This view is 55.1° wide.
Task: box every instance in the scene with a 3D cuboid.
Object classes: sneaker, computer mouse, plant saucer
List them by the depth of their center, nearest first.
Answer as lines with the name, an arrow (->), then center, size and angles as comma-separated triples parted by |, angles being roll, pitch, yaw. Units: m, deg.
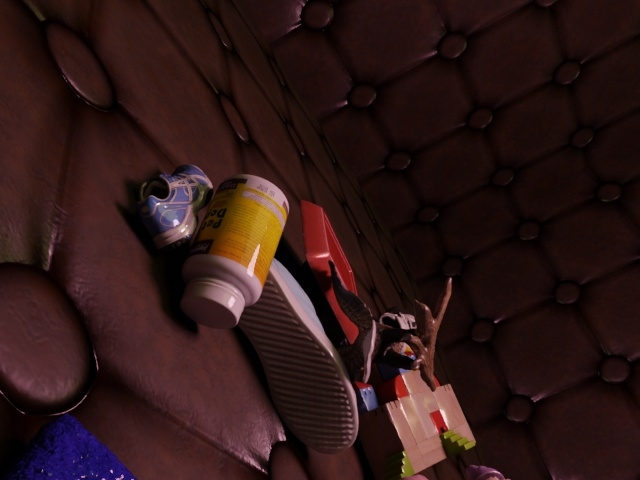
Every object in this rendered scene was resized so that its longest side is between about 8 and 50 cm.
sneaker -> -0.215, -0.070, 0.908 | 0.081, 0.080, 0.211 | 59, 12, -28
sneaker -> -0.034, 0.170, 1.033 | 0.366, 0.135, 0.150 | 64, 15, -1
computer mouse -> 0.007, 0.169, 1.376 | 0.188, 0.072, 0.272 | -65, 133, -78
plant saucer -> 0.029, 0.059, 1.384 | 0.258, 0.047, 0.259 | -98, 164, -59
sneaker -> 0.246, 0.279, 2.015 | 0.146, 0.122, 0.331 | 61, 11, -19

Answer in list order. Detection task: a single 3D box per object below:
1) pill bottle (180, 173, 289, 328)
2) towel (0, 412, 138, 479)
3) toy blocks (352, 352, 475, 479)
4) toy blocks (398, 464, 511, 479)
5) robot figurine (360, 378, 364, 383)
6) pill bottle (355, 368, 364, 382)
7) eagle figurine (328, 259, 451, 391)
pill bottle -> -0.127, 0.016, 0.892 | 0.117, 0.117, 0.215 | 53, 41, -40
towel -> -0.160, 0.284, 0.393 | 0.228, 0.076, 0.308 | 60, 12, -20
toy blocks -> 0.190, 0.369, 1.365 | 0.381, 0.190, 0.261 | 4, 58, -52
toy blocks -> 0.110, 0.442, 0.793 | 0.260, 0.308, 0.289 | -142, -129, -69
robot figurine -> 0.127, 0.354, 1.482 | 0.101, 0.067, 0.115 | 11, 47, -34
pill bottle -> 0.079, 0.308, 1.433 | 0.043, 0.043, 0.083 | 63, 12, 1
eagle figurine -> 0.082, 0.174, 1.114 | 0.226, 0.298, 0.225 | -49, 128, -31
